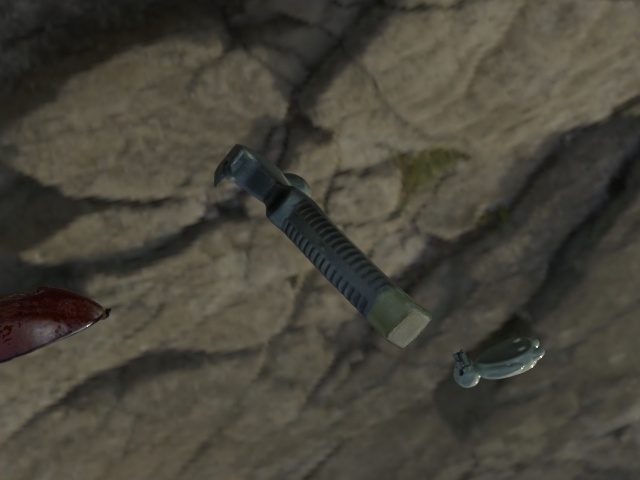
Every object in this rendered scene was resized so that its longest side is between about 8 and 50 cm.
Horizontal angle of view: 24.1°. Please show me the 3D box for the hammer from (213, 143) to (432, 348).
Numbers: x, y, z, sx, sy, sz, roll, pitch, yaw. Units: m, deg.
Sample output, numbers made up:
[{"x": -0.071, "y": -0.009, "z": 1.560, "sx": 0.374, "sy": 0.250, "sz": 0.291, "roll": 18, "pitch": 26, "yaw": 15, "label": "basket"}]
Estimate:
[{"x": 0.000, "y": 0.000, "z": 1.275, "sx": 0.041, "sy": 0.226, "sz": 0.159, "roll": -48, "pitch": 153, "yaw": 9, "label": "hammer"}]

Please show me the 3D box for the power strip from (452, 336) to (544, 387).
[{"x": 0.157, "y": 0.104, "z": 1.342, "sx": 0.083, "sy": 0.055, "sz": 0.035, "roll": -21, "pitch": 109, "yaw": 2, "label": "power strip"}]

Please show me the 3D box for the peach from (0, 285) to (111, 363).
[{"x": -0.381, "y": 0.100, "z": 1.730, "sx": 0.279, "sy": 0.068, "sz": 0.189, "roll": -17, "pitch": -174, "yaw": 4, "label": "peach"}]
